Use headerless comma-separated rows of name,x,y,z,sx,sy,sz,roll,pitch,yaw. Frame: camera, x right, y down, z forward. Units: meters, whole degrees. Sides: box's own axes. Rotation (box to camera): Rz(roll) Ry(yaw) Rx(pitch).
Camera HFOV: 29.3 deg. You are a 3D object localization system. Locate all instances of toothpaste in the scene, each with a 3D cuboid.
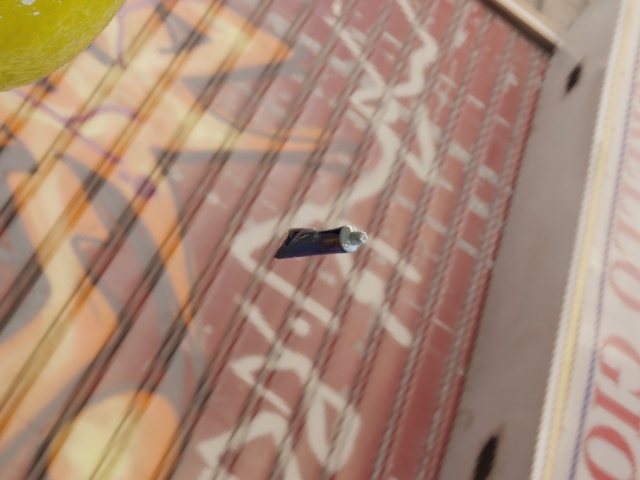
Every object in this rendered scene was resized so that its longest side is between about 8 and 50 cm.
toothpaste,0.000,0.000,0.814,0.083,0.019,0.027,-5,-133,47

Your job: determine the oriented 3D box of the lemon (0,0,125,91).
lemon,-0.228,-0.234,0.860,0.219,0.240,0.240,-29,-164,10
